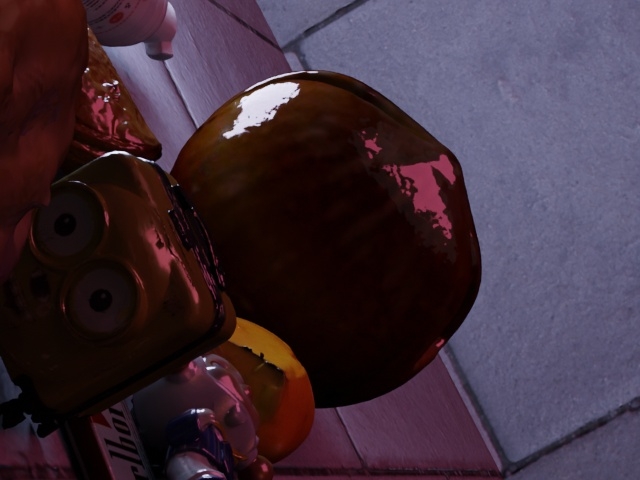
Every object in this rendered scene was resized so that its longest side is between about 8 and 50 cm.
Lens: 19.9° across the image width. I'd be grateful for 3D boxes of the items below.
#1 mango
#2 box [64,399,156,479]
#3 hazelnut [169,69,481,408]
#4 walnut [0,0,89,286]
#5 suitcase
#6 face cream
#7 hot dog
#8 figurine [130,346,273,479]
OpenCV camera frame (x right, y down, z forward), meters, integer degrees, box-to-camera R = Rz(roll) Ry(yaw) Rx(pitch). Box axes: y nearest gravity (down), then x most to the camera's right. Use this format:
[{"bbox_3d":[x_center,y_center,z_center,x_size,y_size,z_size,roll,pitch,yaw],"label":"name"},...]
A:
[{"bbox_3d":[-0.082,0.175,2.122,0.187,0.138,0.257,44,3,16],"label":"mango"},{"bbox_3d":[-0.199,0.214,1.761,0.177,0.036,0.115,65,12,23],"label":"box"},{"bbox_3d":[0.000,0.000,2.381,0.429,0.402,0.402,55,11,4],"label":"hazelnut"},{"bbox_3d":[-0.339,-0.107,1.195,0.384,0.383,0.383,56,12,-19],"label":"walnut"},{"bbox_3d":[-0.209,0.044,1.638,0.194,0.234,0.143,64,12,18],"label":"suitcase"},{"bbox_3d":[-0.288,-0.338,2.477,0.145,0.145,0.369,63,11,16],"label":"face cream"},{"bbox_3d":[-0.298,-0.185,2.120,0.272,0.122,0.196,57,10,4],"label":"hot dog"},{"bbox_3d":[-0.119,0.210,1.848,0.194,0.133,0.274,52,11,-48],"label":"figurine"}]
